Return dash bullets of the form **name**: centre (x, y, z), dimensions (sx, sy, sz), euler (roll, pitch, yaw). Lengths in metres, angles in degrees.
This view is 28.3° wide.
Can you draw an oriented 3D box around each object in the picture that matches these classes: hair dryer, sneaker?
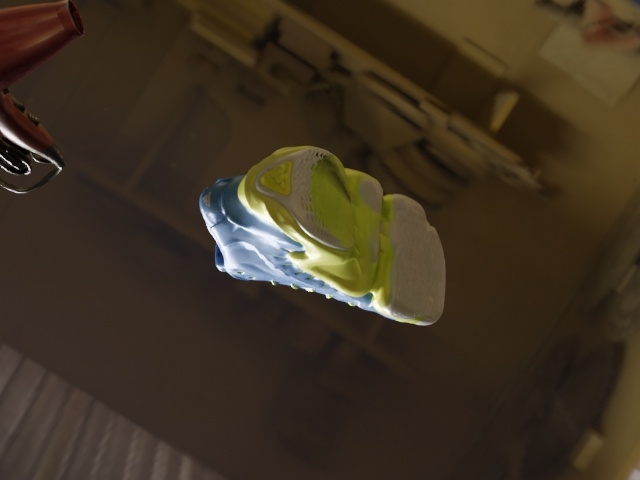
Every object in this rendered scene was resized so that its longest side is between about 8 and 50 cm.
- **hair dryer**: centre (-0.321, -0.145, 1.235), dimensions (0.223, 0.293, 0.080), euler (-2, -116, -41)
- **sneaker**: centre (0.000, 0.000, 0.945), dimensions (0.126, 0.091, 0.240), euler (-5, 152, 30)
